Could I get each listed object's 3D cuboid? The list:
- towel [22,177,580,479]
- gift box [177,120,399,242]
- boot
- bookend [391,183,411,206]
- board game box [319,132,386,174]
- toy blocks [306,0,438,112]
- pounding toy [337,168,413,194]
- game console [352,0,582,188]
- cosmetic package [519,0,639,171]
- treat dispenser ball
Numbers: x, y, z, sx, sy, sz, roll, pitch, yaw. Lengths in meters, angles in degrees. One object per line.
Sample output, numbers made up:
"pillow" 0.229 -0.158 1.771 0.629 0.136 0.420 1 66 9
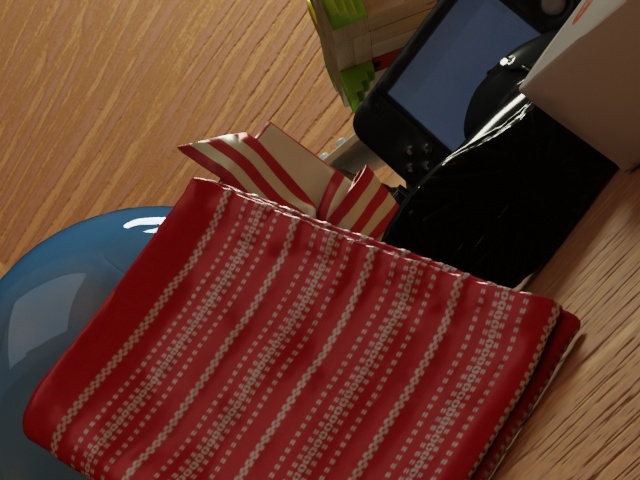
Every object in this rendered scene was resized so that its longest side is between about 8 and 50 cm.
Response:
"towel" -0.024 0.072 0.685 0.199 0.275 0.031 -55 -41 -18
"gift box" -0.065 0.060 1.213 0.255 0.276 0.258 -60 7 -31
"boot" 0.135 -0.057 0.915 0.246 0.094 0.207 -47 6 3
"bookend" 0.055 0.044 1.457 0.156 0.072 0.157 -51 3 41
"board game box" 0.115 -0.184 1.812 0.390 0.050 0.390 -38 -7 37
"toy blocks" 0.129 -0.319 1.752 0.261 0.191 0.381 -21 -15 -1
"pounding toy" 0.084 -0.007 1.736 0.269 0.155 0.154 -62 27 20
"game console" 0.164 -0.170 1.371 0.293 0.250 0.173 -53 -25 16
"cosmetic package" 0.276 -0.228 0.669 0.377 0.097 0.284 -54 -1 -8
"treat dispenser ball" -0.112 0.118 0.902 0.288 0.288 0.288 -53 2 2
